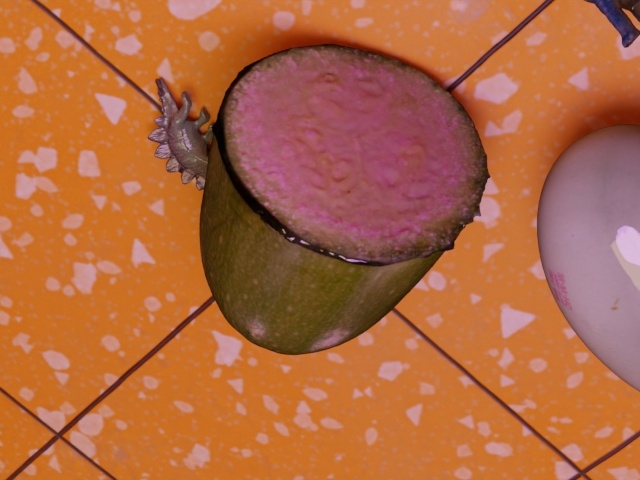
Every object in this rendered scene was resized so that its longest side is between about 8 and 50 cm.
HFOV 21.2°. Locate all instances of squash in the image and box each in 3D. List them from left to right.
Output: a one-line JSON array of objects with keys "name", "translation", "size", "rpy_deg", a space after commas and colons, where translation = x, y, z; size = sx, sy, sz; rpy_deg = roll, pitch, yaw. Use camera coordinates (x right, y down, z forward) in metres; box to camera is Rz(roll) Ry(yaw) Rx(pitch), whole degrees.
[{"name": "squash", "translation": [0.004, -0.013, 1.946], "size": [0.310, 0.310, 0.309], "rpy_deg": [20, 142, -1]}]

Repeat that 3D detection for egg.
[{"name": "egg", "translation": [0.375, 0.037, 1.891], "size": [0.230, 0.230, 0.371], "rpy_deg": [-20, 119, 23]}]

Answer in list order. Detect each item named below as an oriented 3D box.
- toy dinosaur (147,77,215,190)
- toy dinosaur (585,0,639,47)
[{"name": "toy dinosaur", "translation": [-0.147, -0.098, 2.031], "size": [0.082, 0.039, 0.209], "rpy_deg": [-25, 103, 28]}, {"name": "toy dinosaur", "translation": [0.319, -0.311, 1.792], "size": [0.248, 0.075, 0.188], "rpy_deg": [-40, 81, 7]}]
